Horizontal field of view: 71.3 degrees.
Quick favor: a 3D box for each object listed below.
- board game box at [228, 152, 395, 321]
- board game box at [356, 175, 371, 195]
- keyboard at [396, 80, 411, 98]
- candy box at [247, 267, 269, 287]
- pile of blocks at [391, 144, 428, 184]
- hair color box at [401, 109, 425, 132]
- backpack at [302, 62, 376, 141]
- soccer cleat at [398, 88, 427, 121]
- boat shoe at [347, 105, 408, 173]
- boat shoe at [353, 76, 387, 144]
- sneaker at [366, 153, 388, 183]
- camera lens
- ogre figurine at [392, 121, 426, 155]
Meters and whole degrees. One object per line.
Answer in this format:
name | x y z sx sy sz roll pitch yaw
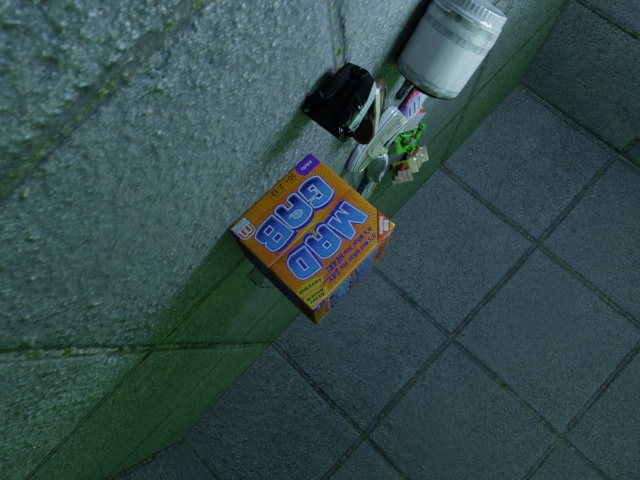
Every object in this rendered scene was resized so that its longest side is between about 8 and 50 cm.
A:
board game box | -0.024 0.012 1.485 0.356 0.356 0.356 -45 166 -12
board game box | 0.230 -0.262 2.207 0.136 0.035 0.201 -38 165 -34
keyboard | 0.345 -0.585 1.605 0.192 0.038 0.100 -53 166 22
candy box | -0.191 0.106 1.868 0.196 0.070 0.165 -47 167 1
pile of blocks | 0.461 -0.426 2.376 0.362 0.149 0.112 -47 128 -44
hair color box | 0.373 -0.512 1.883 0.167 0.053 0.093 -32 161 -54
backpack | 0.062 -0.366 1.157 0.182 0.152 0.115 -54 -178 13
soccer cleat | 0.376 -0.563 1.723 0.248 0.083 0.095 -45 139 11
boat shoe | 0.215 -0.367 1.707 0.302 0.094 0.109 -54 166 27
boat shoe | 0.165 -0.411 1.425 0.095 0.095 0.257 -49 168 -22
sneaker | 0.261 -0.346 1.988 0.094 0.090 0.235 -57 174 -16
camera lens | 0.375 -0.576 1.315 0.219 0.219 0.274 -32 160 -49
ogre figurine | 0.394 -0.456 2.030 0.197 0.097 0.118 -52 161 -37
